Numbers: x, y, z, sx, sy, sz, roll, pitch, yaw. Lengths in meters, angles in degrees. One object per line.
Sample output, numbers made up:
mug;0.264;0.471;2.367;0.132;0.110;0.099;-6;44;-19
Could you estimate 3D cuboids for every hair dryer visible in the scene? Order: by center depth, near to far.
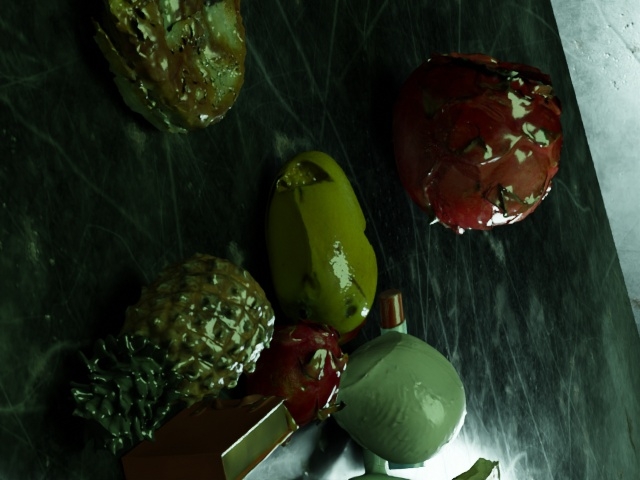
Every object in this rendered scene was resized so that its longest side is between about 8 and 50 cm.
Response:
hair dryer;0.115;0.310;2.306;0.206;0.075;0.237;5;47;-25

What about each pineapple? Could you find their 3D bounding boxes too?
pineapple;-0.170;0.136;1.692;0.279;0.157;0.158;-47;127;-45

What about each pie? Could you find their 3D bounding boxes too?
pie;-0.177;-0.264;1.864;0.308;0.085;0.308;19;68;-60

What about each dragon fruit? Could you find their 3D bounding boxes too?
dragon fruit;-0.038;0.174;2.004;0.133;0.136;0.166;28;82;-26
dragon fruit;0.261;-0.166;2.595;0.295;0.295;0.302;-20;104;-66

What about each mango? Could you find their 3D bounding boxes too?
mango;0.000;0.000;2.132;0.167;0.130;0.262;11;64;-57

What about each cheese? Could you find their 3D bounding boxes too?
cheese;0.115;0.222;2.241;0.189;0.154;0.198;46;29;5

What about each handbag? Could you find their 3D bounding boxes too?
handbag;-0.123;0.227;1.779;0.190;0.127;0.063;-32;114;-64

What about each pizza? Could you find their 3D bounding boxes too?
pizza;0.224;0.462;2.580;0.188;0.080;0.204;-48;140;-32

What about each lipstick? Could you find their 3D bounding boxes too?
lipstick;0.118;0.210;2.418;0.068;0.061;0.274;4;80;-64

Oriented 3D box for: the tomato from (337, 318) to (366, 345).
tomato;0.024;0.104;2.221;0.087;0.075;0.087;32;53;-56
